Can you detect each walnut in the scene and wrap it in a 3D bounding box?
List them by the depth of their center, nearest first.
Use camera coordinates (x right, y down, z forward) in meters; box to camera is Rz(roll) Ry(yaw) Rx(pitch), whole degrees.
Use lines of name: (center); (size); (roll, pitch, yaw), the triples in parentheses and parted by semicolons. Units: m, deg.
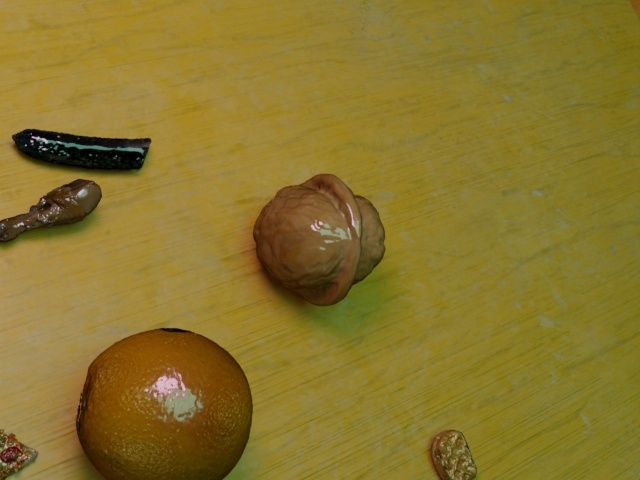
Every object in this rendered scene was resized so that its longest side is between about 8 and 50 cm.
walnut: (0.000, 0.000, 1.692); (0.224, 0.257, 0.257); (0, 70, -30)

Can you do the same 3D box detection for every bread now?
bread: (0.256, 0.421, 1.787); (0.083, 0.044, 0.111); (-18, 82, -32)

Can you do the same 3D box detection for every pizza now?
pizza: (-0.475, 0.328, 1.431); (0.078, 0.025, 0.083); (-2, 71, -27)

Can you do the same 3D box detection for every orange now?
orange: (-0.242, 0.270, 1.441); (0.274, 0.274, 0.274); (11, 65, -25)

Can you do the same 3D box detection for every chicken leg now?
chicken leg: (-0.464, -0.043, 1.563); (0.197, 0.085, 0.069); (-27, 109, -21)

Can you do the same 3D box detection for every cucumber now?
cucumber: (-0.421, -0.159, 1.642); (0.245, 0.067, 0.067); (0, 70, -27)
